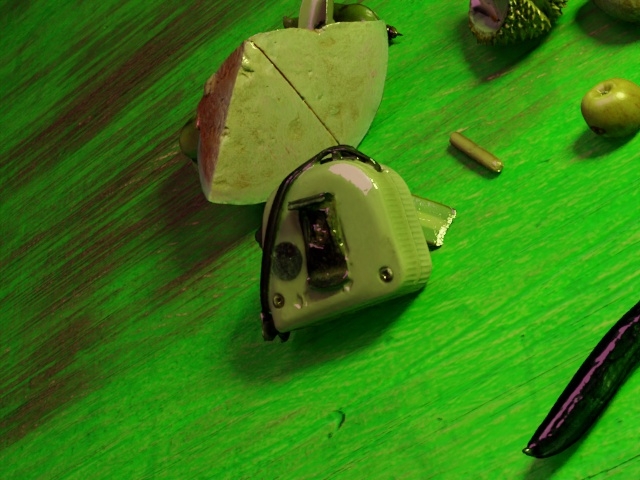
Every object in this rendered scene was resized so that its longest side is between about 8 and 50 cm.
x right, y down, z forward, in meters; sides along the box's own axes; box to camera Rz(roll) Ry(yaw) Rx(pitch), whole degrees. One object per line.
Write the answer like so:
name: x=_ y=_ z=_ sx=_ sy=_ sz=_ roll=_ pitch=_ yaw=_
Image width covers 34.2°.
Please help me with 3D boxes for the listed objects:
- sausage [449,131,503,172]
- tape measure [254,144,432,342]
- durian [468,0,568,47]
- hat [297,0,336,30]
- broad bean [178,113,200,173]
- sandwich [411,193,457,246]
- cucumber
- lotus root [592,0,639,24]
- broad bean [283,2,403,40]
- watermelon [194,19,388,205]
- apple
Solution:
sausage: x=0.231 y=-0.131 z=1.544 sx=0.024 sy=0.024 sz=0.132 roll=-46 pitch=34 yaw=1
tape measure: x=0.000 y=0.000 z=1.485 sx=0.271 sy=0.133 sz=0.232 roll=-24 pitch=80 yaw=33
durian: x=0.309 y=-0.408 z=1.625 sx=0.137 sy=0.193 sz=0.237 roll=-6 pitch=48 yaw=-15
hat: x=0.018 y=-0.390 z=1.905 sx=0.147 sy=0.085 sz=0.175 roll=5 pitch=84 yaw=63
broad bean: x=-0.151 y=-0.236 z=1.955 sx=0.189 sy=0.121 sz=0.263 roll=18 pitch=68 yaw=52
sandwich: x=0.125 y=-0.037 z=1.518 sx=0.116 sy=0.074 sz=0.074 roll=2 pitch=58 yaw=47
cucumber: x=0.327 y=0.139 z=1.167 sx=0.284 sy=0.056 sz=0.056 roll=-47 pitch=35 yaw=-6
lotus root: x=0.454 y=-0.364 z=1.488 sx=0.113 sy=0.088 sz=0.192 roll=-35 pitch=37 yaw=5
broad bean: x=0.036 y=-0.412 z=1.974 sx=0.339 sy=0.061 sz=0.077 roll=20 pitch=110 yaw=53
watermelon: x=-0.067 y=-0.239 z=1.791 sx=0.222 sy=0.292 sz=0.319 roll=-138 pitch=50 yaw=-61
apple: x=0.391 y=-0.177 z=1.384 sx=0.084 sy=0.071 sz=0.084 roll=-26 pitch=41 yaw=25
